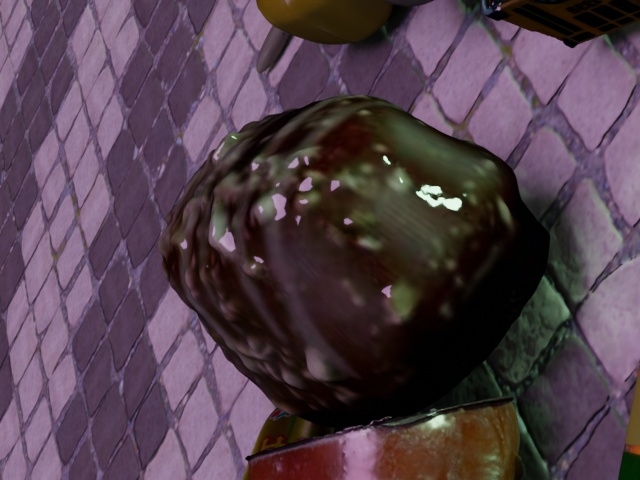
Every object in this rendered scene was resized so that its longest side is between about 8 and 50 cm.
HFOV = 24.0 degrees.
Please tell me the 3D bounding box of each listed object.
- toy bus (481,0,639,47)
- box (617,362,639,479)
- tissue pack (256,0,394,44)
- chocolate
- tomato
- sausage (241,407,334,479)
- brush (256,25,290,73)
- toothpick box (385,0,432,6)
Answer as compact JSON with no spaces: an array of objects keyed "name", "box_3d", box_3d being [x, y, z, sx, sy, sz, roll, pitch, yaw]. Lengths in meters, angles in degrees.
[{"name":"toy bus","box_3d":[0.216,-0.215,1.066,0.201,0.114,0.098,-18,61,51]},{"name":"box","box_3d":[0.246,0.109,0.934,0.132,0.034,0.235,1,76,61]},{"name":"tissue pack","box_3d":[0.018,-0.282,1.436,0.127,0.123,0.178,-5,72,52]},{"name":"chocolate","box_3d":[0.000,0.000,1.180,0.225,0.210,0.340,-59,19,-21]},{"name":"tomato","box_3d":[0.055,0.207,1.112,0.214,0.180,0.155,-25,70,56]},{"name":"sausage","box_3d":[-0.038,0.231,1.232,0.082,0.082,0.371,-56,8,30]},{"name":"brush","box_3d":[-0.002,-0.298,1.577,0.042,0.039,0.299,41,122,16]},{"name":"toothpick box","box_3d":[0.038,-0.332,1.256,0.229,0.316,0.229,-60,1,2]}]
